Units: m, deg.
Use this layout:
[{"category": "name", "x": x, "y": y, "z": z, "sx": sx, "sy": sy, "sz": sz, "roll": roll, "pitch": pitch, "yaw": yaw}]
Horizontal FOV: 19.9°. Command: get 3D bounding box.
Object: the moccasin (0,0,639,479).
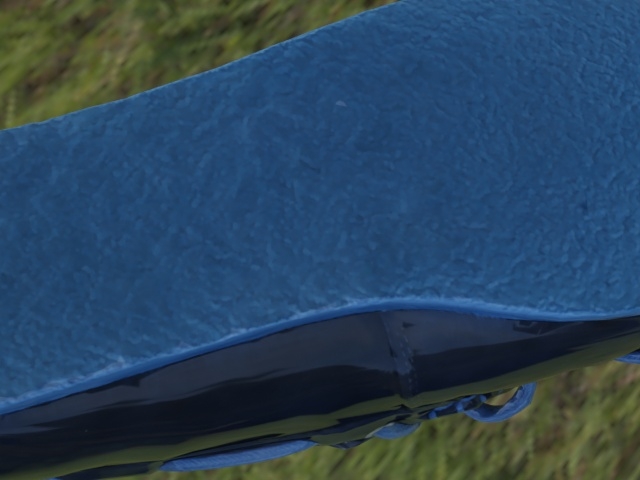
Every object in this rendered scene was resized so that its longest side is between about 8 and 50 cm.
[{"category": "moccasin", "x": 0.000, "y": 0.000, "z": 0.578, "sx": 0.117, "sy": 0.342, "sz": 0.138, "roll": 111, "pitch": 148, "yaw": -60}]
